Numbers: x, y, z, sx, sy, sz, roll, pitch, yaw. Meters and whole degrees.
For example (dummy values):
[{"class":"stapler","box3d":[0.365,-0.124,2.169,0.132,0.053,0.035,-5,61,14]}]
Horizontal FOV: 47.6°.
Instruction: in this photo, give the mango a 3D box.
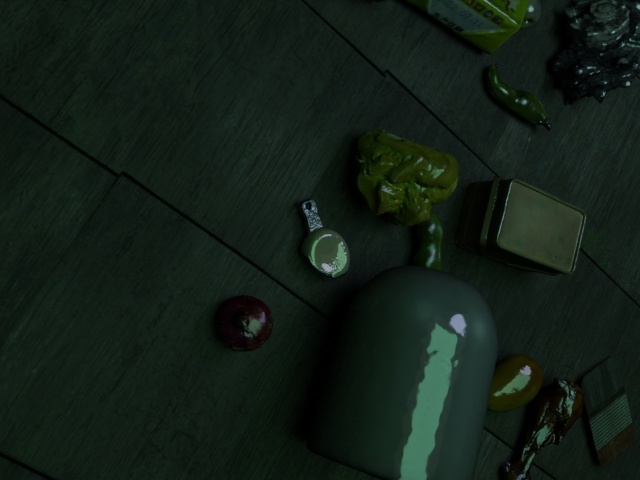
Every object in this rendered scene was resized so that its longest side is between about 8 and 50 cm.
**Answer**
[{"class":"mango","box3d":[0.430,0.329,1.641,0.163,0.089,0.111,-45,98,-10]}]

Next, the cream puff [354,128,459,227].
[{"class":"cream puff","box3d":[0.172,-0.118,1.463,0.221,0.195,0.194,12,84,-23]}]

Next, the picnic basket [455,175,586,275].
[{"class":"picnic basket","box3d":[0.451,-0.029,1.622,0.267,0.139,0.165,19,81,-26]}]

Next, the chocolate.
[{"class":"chocolate","box3d":[0.335,-0.608,1.566,0.289,0.137,0.301,24,78,-25]}]

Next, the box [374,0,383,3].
[{"class":"box","box3d":[0.132,-0.663,1.429,0.205,0.118,0.311,29,91,-19]}]

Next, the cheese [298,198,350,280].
[{"class":"cheese","box3d":[-0.005,0.005,1.435,0.092,0.047,0.171,-45,109,-23]}]

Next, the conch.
[{"class":"conch","box3d":[0.671,-0.473,1.731,0.241,0.186,0.313,31,94,3]}]

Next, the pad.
[{"class":"pad","box3d":[0.682,0.454,1.761,0.323,0.055,0.250,-27,104,-52]}]

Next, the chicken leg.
[{"class":"chicken leg","box3d":[0.507,0.454,1.687,0.113,0.093,0.304,36,81,-5]}]

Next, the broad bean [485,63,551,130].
[{"class":"broad bean","box3d":[0.458,-0.324,1.680,0.213,0.048,0.070,37,74,-19]}]

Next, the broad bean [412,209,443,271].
[{"class":"broad bean","box3d":[0.242,0.083,1.563,0.098,0.056,0.318,-19,104,-33]}]

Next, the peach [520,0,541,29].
[{"class":"peach","box3d":[0.468,-0.531,1.671,0.083,0.083,0.083,0,90,-28]}]

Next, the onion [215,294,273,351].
[{"class":"onion","box3d":[-0.140,0.153,1.338,0.107,0.097,0.107,2,79,-9]}]

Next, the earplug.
[{"class":"earplug","box3d":[0.171,0.247,1.380,0.313,0.312,0.394,20,80,-26]}]
